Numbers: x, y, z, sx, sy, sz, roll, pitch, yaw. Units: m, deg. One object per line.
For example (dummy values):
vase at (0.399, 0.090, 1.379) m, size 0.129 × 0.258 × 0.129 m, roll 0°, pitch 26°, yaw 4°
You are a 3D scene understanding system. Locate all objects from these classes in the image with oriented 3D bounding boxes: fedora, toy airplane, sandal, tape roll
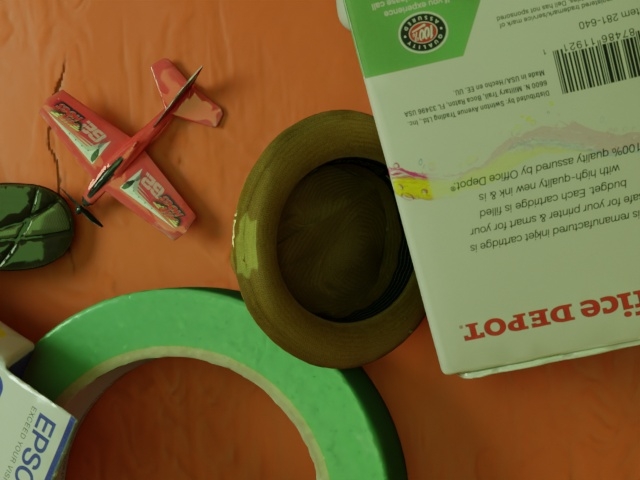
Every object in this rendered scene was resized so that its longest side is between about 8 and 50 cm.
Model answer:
fedora at (0.000, 0.000, 1.183) m, size 0.079 × 0.194 × 0.194 m, roll -4°, pitch 88°, yaw 50°
toy airplane at (-0.138, -0.077, 1.266) m, size 0.151 × 0.028 × 0.151 m, roll 0°, pitch 91°, yaw 10°
sandal at (-0.299, -0.019, 1.293) m, size 0.219 × 0.060 × 0.090 m, roll 1°, pitch 96°, yaw -1°
tape roll at (-0.098, 0.194, 1.231) m, size 0.321 × 0.077 × 0.321 m, roll 0°, pitch 89°, yaw 14°

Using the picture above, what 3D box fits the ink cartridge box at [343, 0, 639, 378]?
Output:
ink cartridge box at (0.151, -0.069, 1.117) m, size 0.201 × 0.117 × 0.278 m, roll -12°, pitch 105°, yaw 14°

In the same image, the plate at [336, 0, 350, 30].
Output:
plate at (0.134, -0.268, 1.140) m, size 0.277 × 0.045 × 0.278 m, roll 1°, pitch 117°, yaw 12°

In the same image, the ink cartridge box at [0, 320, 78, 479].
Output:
ink cartridge box at (-0.325, 0.172, 1.230) m, size 0.307 × 0.072 × 0.303 m, roll 31°, pitch 109°, yaw 20°
